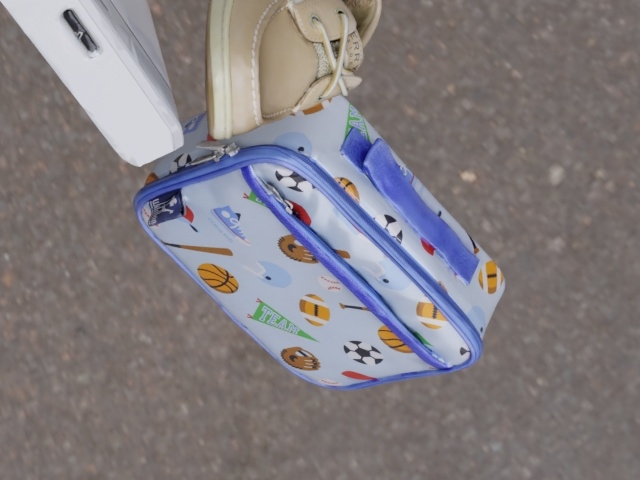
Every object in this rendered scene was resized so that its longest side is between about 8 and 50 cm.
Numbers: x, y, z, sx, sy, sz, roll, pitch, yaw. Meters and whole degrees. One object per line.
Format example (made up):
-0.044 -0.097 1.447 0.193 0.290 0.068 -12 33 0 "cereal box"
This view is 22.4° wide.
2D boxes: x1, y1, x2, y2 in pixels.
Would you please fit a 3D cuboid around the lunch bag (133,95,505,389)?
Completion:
0.000 0.000 1.364 0.303 0.243 0.115 44 55 -27 "lunch bag"

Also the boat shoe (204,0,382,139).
-0.016 -0.149 1.191 0.098 0.302 0.109 5 110 10 "boat shoe"

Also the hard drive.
-0.181 -0.243 1.008 0.047 0.353 0.233 -25 141 7 "hard drive"
